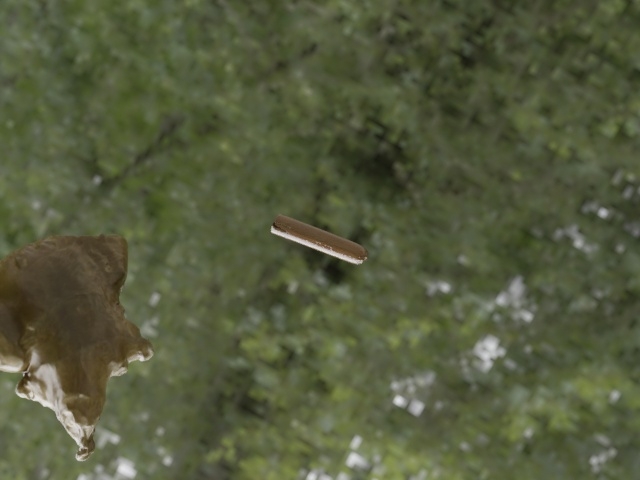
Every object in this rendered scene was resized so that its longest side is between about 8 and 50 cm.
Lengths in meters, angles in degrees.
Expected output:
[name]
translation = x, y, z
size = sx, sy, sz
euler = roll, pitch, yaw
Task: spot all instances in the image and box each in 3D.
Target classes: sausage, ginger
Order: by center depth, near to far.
[sausage]
translation = 0.000, 0.000, 2.012
size = 0.116, 0.026, 0.026
euler = 21, -169, 16
[ginger]
translation = -0.309, 0.122, 2.129
size = 0.219, 0.123, 0.270
euler = -2, -117, -13
